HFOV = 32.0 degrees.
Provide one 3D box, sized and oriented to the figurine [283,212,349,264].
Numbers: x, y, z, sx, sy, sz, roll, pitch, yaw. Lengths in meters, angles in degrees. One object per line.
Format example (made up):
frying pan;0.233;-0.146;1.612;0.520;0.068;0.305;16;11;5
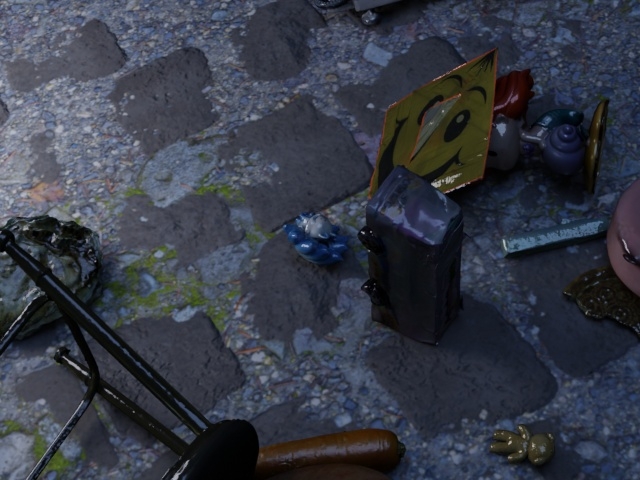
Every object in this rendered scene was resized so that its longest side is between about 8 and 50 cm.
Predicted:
figurine;0.000;0.000;1.809;0.114;0.079;0.114;22;18;-7

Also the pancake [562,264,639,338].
pancake;0.466;0.112;1.717;0.190;0.020;0.184;9;58;12

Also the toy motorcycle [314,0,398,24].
toy motorcycle;0.110;-0.510;2.143;0.260;0.110;0.171;-14;39;5

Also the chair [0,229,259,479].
chair;-0.328;0.294;1.486;0.410;0.362;0.365;25;62;17

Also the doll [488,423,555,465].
doll;0.290;0.290;1.594;0.093;0.051;0.062;15;65;17

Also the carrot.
carrot;0.011;0.311;1.602;0.225;0.067;0.067;-8;55;2

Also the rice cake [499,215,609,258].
rice cake;0.379;-0.009;1.802;0.180;0.030;0.042;-13;68;-3

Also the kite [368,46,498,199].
kite;0.194;-0.185;1.834;0.327;0.013;0.377;-53;29;3

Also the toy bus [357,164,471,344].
toy bus;0.137;0.032;1.628;0.138;0.317;0.112;29;66;21

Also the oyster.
oyster;-0.486;0.061;1.816;0.267;0.112;0.199;-11;76;-11

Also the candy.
candy;0.562;0.002;1.723;0.255;0.094;0.255;0;52;-1

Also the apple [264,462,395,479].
apple;-0.005;0.430;1.399;0.344;0.269;0.345;-4;55;5

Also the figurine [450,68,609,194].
figurine;0.341;-0.181;1.853;0.257;0.181;0.208;10;97;15
